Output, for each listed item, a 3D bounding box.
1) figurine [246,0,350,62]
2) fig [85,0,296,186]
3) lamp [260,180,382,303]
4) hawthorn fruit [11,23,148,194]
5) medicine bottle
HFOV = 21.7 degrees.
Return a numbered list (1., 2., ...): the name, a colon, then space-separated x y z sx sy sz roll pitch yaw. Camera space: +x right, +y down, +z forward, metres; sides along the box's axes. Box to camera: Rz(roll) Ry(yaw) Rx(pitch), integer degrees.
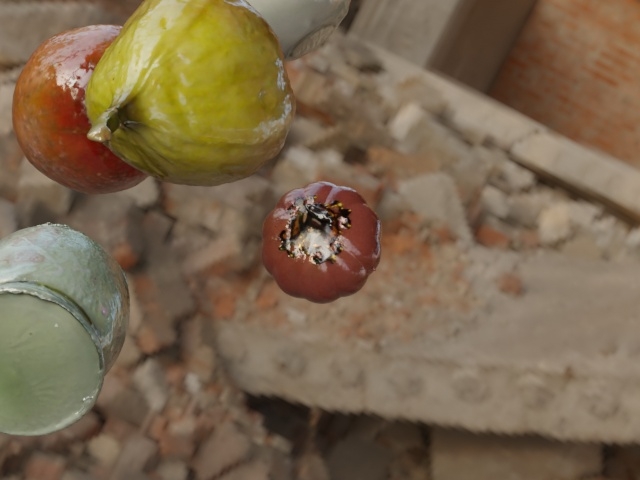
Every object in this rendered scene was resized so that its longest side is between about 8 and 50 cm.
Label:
1. figurine: -0.142 -0.396 2.109 0.394 0.226 0.274 52 41 6
2. fig: -0.112 -0.100 1.222 0.159 0.159 0.257 29 20 7
3. lamp: 0.000 0.000 2.404 0.182 0.182 0.140 33 -8 19
4. hawthorn fruit: -0.280 -0.180 2.251 0.263 0.235 0.231 -2 -34 31
5. medicine bottle: -0.242 0.076 1.427 0.147 0.147 0.143 25 25 -8
